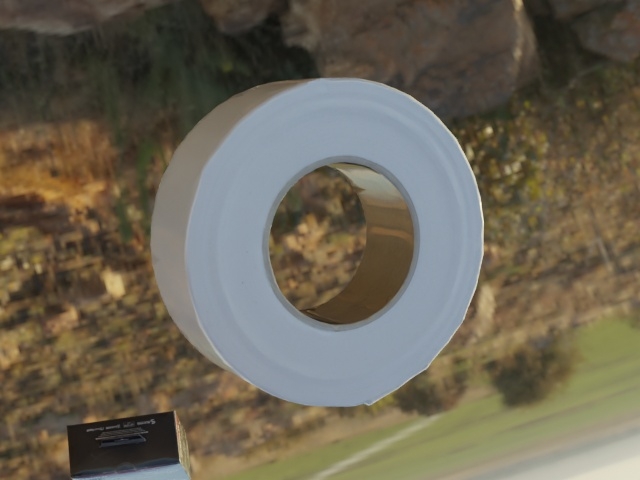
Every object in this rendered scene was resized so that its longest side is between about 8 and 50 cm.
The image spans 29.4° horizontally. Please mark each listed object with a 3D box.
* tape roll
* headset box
[{"bbox_3d":[0.000,0.000,1.070,0.286,0.286,0.100,-11,-170,-25],"label":"tape roll"},{"bbox_3d":[-0.110,0.123,0.703,0.062,0.032,0.083,-8,161,-3],"label":"headset box"}]
